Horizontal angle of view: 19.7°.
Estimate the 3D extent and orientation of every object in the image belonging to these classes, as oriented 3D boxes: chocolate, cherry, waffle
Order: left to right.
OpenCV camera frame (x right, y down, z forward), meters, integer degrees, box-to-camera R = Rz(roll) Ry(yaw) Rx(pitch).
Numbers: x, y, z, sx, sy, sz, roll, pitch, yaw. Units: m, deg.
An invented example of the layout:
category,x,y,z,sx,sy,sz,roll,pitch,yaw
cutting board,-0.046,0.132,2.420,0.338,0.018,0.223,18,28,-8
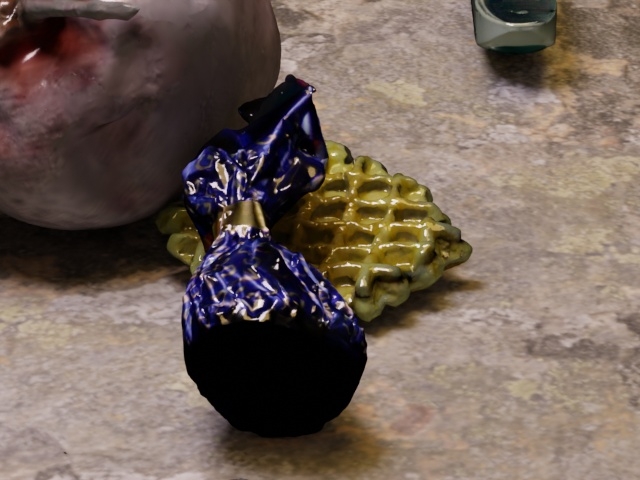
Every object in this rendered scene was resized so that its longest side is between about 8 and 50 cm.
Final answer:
category,x,y,z,sx,sy,sz,roll,pitch,yaw
cherry,-0.181,-0.155,1.526,0.291,0.335,0.326,-3,58,25
chocolate,-0.052,-0.008,1.361,0.126,0.148,0.343,28,31,-27
waffle,0.000,0.003,1.476,0.223,0.054,0.204,-24,40,-28

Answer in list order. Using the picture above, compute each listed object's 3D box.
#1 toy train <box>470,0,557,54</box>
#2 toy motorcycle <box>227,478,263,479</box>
category,x,y,z,sx,sy,sz,roll,pitch,yaw
toy train,0.197,-0.268,1.961,0.086,0.088,0.407,0,28,2
toy motorcycle,-0.045,0.193,1.111,0.124,0.061,0.193,11,23,5
